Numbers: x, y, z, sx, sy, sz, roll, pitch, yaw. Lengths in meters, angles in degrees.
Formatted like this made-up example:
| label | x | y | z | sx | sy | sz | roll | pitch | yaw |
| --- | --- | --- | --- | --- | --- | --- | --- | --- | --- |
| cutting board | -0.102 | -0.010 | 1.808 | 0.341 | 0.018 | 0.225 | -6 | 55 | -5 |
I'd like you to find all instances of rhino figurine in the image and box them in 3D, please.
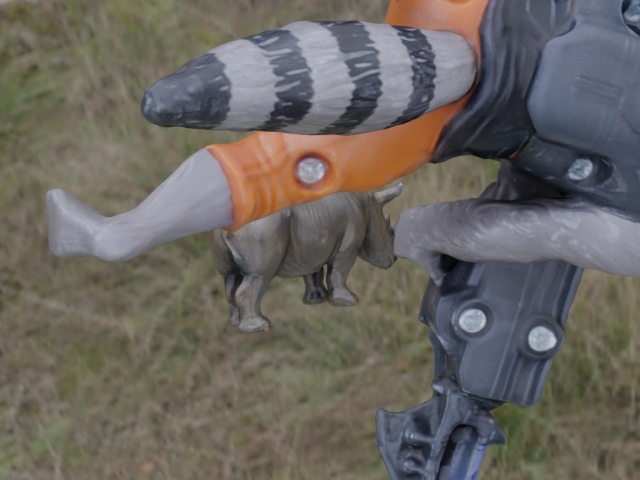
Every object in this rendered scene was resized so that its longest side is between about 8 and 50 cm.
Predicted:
| label | x | y | z | sx | sy | sz | roll | pitch | yaw |
| --- | --- | --- | --- | --- | --- | --- | --- | --- | --- |
| rhino figurine | 0.000 | 0.000 | 1.450 | 0.073 | 0.106 | 0.243 | -2 | 9 | 39 |

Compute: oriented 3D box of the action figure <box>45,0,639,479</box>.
| label | x | y | z | sx | sy | sz | roll | pitch | yaw |
| --- | --- | --- | --- | --- | --- | --- | --- | --- | --- |
| action figure | 0.065 | -0.021 | 0.728 | 0.330 | 0.341 | 0.178 | 5 | 13 | -19 |
